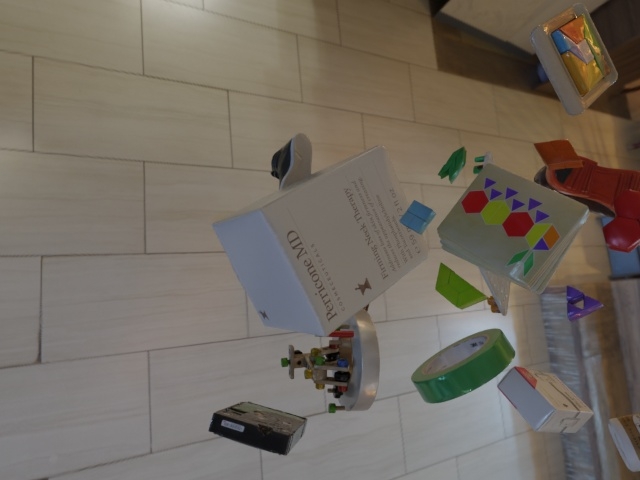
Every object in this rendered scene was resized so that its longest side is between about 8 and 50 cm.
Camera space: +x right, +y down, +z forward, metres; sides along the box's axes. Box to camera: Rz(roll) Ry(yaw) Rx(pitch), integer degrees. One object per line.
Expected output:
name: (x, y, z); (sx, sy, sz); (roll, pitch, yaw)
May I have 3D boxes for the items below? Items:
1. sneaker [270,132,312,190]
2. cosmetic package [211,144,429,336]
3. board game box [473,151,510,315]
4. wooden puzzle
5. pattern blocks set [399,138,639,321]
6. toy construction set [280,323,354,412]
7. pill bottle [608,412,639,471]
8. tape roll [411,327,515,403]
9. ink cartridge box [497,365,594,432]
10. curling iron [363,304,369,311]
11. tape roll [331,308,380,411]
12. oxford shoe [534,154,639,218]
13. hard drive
sneaker: (-0.106, -0.197, 1.462); (0.105, 0.147, 0.295); (18, 68, -29)
cosmetic package: (0.000, 0.000, 1.165); (0.394, 0.328, 0.329); (-33, 103, -30)
board game box: (0.551, -0.017, 1.432); (0.390, 0.050, 0.389); (49, 49, -39)
wooden puzzle: (0.608, -0.433, 1.040); (0.239, 0.044, 0.220); (-36, 99, -28)
pattern blocks set: (0.278, -0.021, 0.649); (0.285, 0.324, 0.026); (-48, 137, 10)
toy construction set: (-0.020, 0.435, 1.631); (0.238, 0.257, 0.308); (4, 121, -10)
pill bottle: (0.891, 0.504, 1.138); (0.131, 0.230, 0.131); (56, 21, -36)
tape roll: (0.441, 0.388, 1.383); (0.321, 0.321, 0.077); (-26, 80, -31)
ink cartridge box: (0.832, 0.591, 1.641); (0.283, 0.207, 0.117); (18, 112, -33)
curling iron: (0.188, 0.343, 1.980); (0.274, 0.035, 0.068); (-53, 154, -54)
tape roll: (0.124, 0.453, 1.704); (0.072, 0.392, 0.391); (3, 79, -15)
oxford shoe: (0.566, -0.095, 0.885); (0.272, 0.098, 0.096); (24, 86, -1)
hard drive: (-0.180, 0.577, 1.381); (0.237, 0.339, 0.064); (13, 78, 9)
